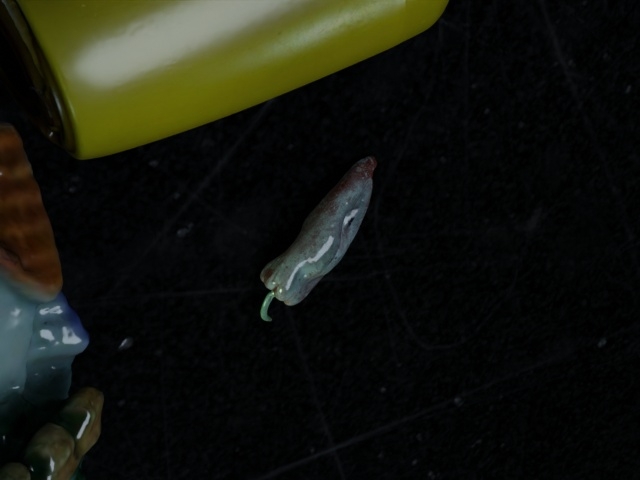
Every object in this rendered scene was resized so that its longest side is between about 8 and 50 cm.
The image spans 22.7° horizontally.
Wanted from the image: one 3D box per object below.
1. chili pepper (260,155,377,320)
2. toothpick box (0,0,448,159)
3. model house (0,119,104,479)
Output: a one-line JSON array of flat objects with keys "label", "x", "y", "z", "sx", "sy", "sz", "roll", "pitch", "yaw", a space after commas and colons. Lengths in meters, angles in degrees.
[{"label": "chili pepper", "x": 0.001, "y": 0.001, "z": 1.236, "sx": 0.153, "sy": 0.041, "sz": 0.050, "roll": -49, "pitch": 178, "yaw": 2}, {"label": "toothpick box", "x": -0.070, "y": -0.160, "z": 0.980, "sx": 0.271, "sy": 0.175, "sz": 0.175, "roll": -27, "pitch": 132, "yaw": -15}, {"label": "model house", "x": -0.267, "y": 0.028, "z": 0.926, "sx": 0.294, "sy": 0.251, "sz": 0.329, "roll": -6, "pitch": 117, "yaw": -34}]
